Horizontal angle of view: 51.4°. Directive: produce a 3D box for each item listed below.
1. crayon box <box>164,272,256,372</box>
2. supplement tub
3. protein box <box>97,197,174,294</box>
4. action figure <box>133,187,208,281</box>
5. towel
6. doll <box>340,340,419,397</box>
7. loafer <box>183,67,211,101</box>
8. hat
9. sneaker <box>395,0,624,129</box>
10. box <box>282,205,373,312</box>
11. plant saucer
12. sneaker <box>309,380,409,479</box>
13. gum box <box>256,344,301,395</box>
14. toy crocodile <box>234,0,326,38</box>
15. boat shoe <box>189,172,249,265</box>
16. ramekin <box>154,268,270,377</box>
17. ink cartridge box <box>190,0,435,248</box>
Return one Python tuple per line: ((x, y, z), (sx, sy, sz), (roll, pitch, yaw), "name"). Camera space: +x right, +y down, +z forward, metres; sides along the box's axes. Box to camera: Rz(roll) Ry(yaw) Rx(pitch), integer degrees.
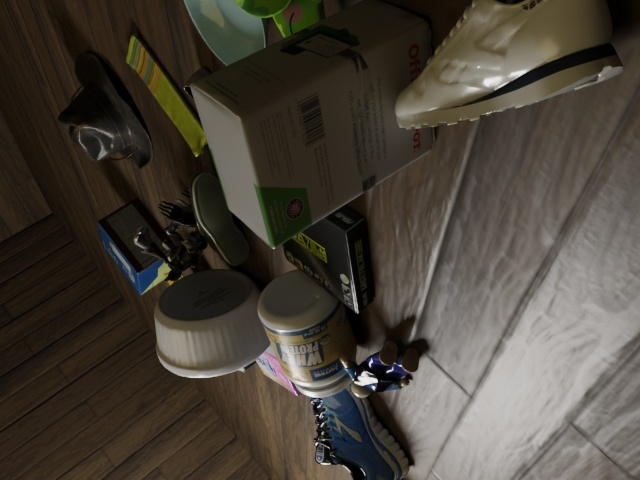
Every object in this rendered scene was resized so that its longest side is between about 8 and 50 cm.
((-0.296, 0.202, 1.828), (0.319, 0.081, 0.202), (59, 156, -11), "crayon box")
((-0.016, 0.164, 1.171), (0.144, 0.144, 0.200), (27, 145, 47), "supplement tub")
((-0.545, 0.021, 1.988), (0.201, 0.136, 0.200), (50, 156, 10), "protein box")
((-0.318, -0.017, 1.495), (0.141, 0.164, 0.276), (39, 145, 6), "action figure")
((-0.291, -0.273, 1.262), (0.237, 0.021, 0.102), (54, 157, 1), "towel")
((0.093, 0.220, 1.113), (0.129, 0.046, 0.189), (20, 148, -7), "doll")
((-0.170, -0.208, 1.082), (0.148, 0.050, 0.056), (54, 157, 3), "loafer")
((-0.542, -0.280, 1.587), (0.331, 0.134, 0.331), (43, 154, 27), "hat")
((0.140, -0.152, 0.555), (0.235, 0.090, 0.095), (-7, 103, 60), "sneaker")
((0.000, 0.000, 1.047), (0.190, 0.045, 0.184), (36, 152, 36), "box")
((-0.120, -0.313, 0.864), (0.195, 0.037, 0.195), (42, 153, 27), "plant saucer")
((0.037, 0.380, 1.358), (0.330, 0.147, 0.130), (54, 157, 4), "sneaker")
((-0.101, 0.285, 1.594), (0.188, 0.062, 0.107), (14, 134, 56), "gum box")
((-0.064, -0.333, 0.664), (0.341, 0.105, 0.115), (62, -163, -18), "toy crocodile")
((-0.218, -0.045, 1.351), (0.068, 0.081, 0.228), (25, 146, 42), "boat shoe")
((-0.243, 0.170, 1.477), (0.273, 0.272, 0.127), (26, 133, 47), "ramekin")
((0.003, -0.121, 0.665), (0.092, 0.219, 0.160), (39, 151, 39), "ink cartridge box")
